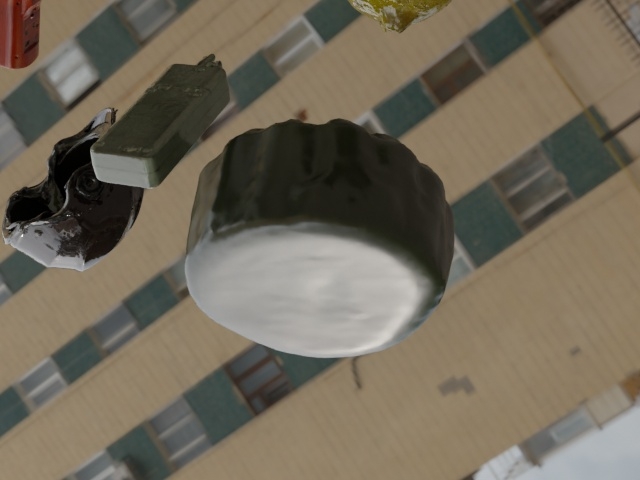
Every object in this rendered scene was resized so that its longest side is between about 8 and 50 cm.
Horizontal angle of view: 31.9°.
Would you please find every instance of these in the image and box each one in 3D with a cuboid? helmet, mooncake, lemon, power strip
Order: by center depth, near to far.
[{"bbox_3d":[0.096,-0.347,1.342,0.173,0.173,0.206,17,-100,-61],"label":"lemon"},{"bbox_3d":[-0.194,-0.168,1.468,0.288,0.093,0.053,-58,-31,-48],"label":"power strip"},{"bbox_3d":[0.000,0.000,1.495,0.356,0.356,0.194,38,-136,-39],"label":"mooncake"},{"bbox_3d":[-0.408,-0.070,1.970,0.177,0.305,0.225,45,-178,-25],"label":"helmet"}]

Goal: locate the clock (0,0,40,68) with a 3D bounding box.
[{"bbox_3d":[-0.555,-0.406,2.092,0.061,0.155,0.113,16,-145,4],"label":"clock"}]
